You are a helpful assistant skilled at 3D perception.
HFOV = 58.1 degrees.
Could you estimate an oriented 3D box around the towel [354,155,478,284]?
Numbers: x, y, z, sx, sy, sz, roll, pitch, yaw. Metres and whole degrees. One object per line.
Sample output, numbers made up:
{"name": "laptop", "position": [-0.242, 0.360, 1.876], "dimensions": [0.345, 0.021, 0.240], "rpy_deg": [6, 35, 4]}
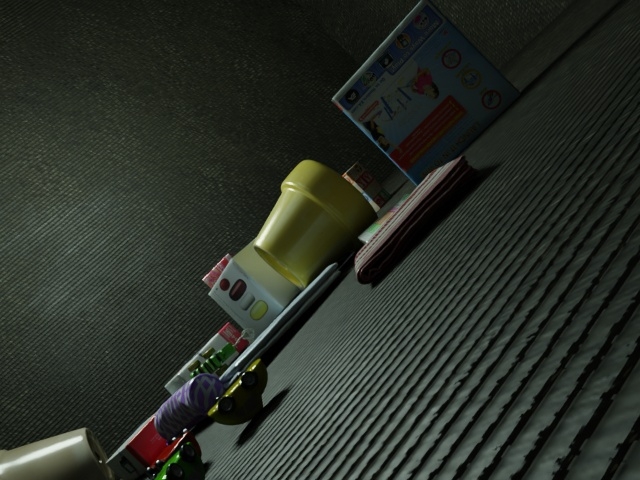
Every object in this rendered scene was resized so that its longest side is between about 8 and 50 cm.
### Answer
{"name": "towel", "position": [0.145, -0.032, 0.983], "dimensions": [0.237, 0.037, 0.329], "rpy_deg": [-47, 0, 4]}

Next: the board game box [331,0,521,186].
{"name": "board game box", "position": [0.241, -0.335, 1.340], "dimensions": [0.308, 0.302, 0.086], "rpy_deg": [-44, 2, 21]}

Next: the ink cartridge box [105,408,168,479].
{"name": "ink cartridge box", "position": [-0.387, 0.458, 1.316], "dimensions": [0.231, 0.078, 0.134], "rpy_deg": [-43, 3, 43]}

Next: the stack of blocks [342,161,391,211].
{"name": "stack of blocks", "position": [0.095, -0.123, 2.065], "dimensions": [0.087, 0.171, 0.297], "rpy_deg": [-46, 1, -41]}

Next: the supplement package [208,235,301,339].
{"name": "supplement package", "position": [-0.169, 0.128, 1.600], "dimensions": [0.149, 0.194, 0.203], "rpy_deg": [-43, -6, -44]}

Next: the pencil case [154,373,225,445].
{"name": "pencil case", "position": [-0.267, 0.342, 1.162], "dimensions": [0.206, 0.086, 0.088], "rpy_deg": [-47, 35, 41]}

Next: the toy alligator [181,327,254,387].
{"name": "toy alligator", "position": [-0.214, 0.248, 1.200], "dimensions": [0.189, 0.056, 0.051], "rpy_deg": [-40, -1, -9]}

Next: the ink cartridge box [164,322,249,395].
{"name": "ink cartridge box", "position": [-0.356, 0.391, 1.806], "dimensions": [0.237, 0.100, 0.172], "rpy_deg": [-46, 1, -38]}

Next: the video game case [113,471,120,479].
{"name": "video game case", "position": [-0.547, 0.628, 1.862], "dimensions": [0.329, 0.036, 0.300], "rpy_deg": [-45, 2, 4]}

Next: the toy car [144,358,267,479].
{"name": "toy car", "position": [-0.156, 0.268, 0.708], "dimensions": [0.239, 0.053, 0.225], "rpy_deg": [-46, 2, 12]}

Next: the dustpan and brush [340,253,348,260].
{"name": "dustpan and brush", "position": [0.057, -0.004, 1.566], "dimensions": [0.211, 0.147, 0.060], "rpy_deg": [-11, -59, -33]}

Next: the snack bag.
{"name": "snack bag", "position": [-0.112, 0.214, 1.278], "dimensions": [0.323, 0.037, 0.342], "rpy_deg": [-45, -1, -31]}

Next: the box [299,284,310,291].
{"name": "box", "position": [0.017, 0.047, 1.617], "dimensions": [0.063, 0.067, 0.324], "rpy_deg": [-44, 1, 31]}

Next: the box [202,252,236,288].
{"name": "box", "position": [-0.256, 0.174, 1.943], "dimensions": [0.128, 0.257, 0.122], "rpy_deg": [-45, 0, 0]}

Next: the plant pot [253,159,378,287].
{"name": "plant pot", "position": [-0.026, -0.024, 1.395], "dimensions": [0.239, 0.254, 0.254], "rpy_deg": [-51, 3, -13]}

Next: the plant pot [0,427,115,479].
{"name": "plant pot", "position": [-0.749, 0.684, 1.618], "dimensions": [0.280, 0.323, 0.323], "rpy_deg": [-29, -4, -18]}

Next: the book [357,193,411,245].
{"name": "book", "position": [0.148, -0.041, 1.219], "dimensions": [0.144, 0.035, 0.096], "rpy_deg": [-44, 5, -2]}
